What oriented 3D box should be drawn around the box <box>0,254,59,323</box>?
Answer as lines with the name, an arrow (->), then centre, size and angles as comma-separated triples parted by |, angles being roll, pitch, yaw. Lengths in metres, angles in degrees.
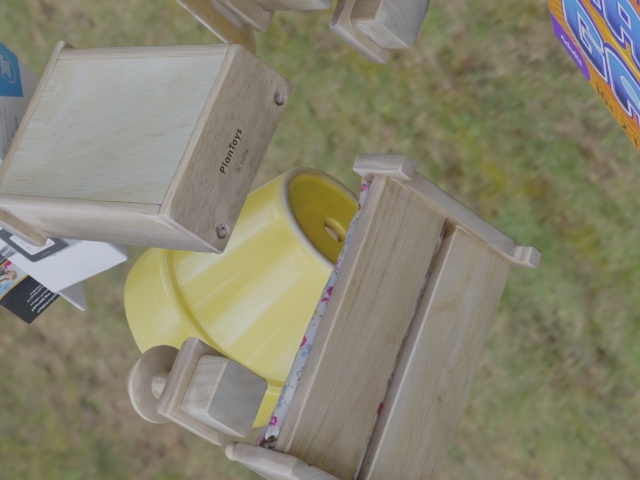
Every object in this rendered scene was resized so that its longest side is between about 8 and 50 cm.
box -> -0.308, -0.074, 1.788 | 0.247, 0.163, 0.142 | 47, 178, 23

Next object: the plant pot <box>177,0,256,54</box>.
plant pot -> -0.149, -0.267, 1.946 | 0.236, 0.032, 0.236 | 40, -176, -3

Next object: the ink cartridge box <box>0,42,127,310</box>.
ink cartridge box -> -0.180, -0.041, 1.208 | 0.060, 0.180, 0.104 | -24, 55, 17

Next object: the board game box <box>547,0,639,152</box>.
board game box -> 0.428, -0.247, 1.710 | 0.356, 0.356, 0.356 | 60, 177, 32

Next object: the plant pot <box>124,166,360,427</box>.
plant pot -> -0.057, 0.050, 2.197 | 0.239, 0.254, 0.254 | -41, 83, 30

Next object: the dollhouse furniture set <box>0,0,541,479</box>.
dollhouse furniture set -> 0.000, 0.000, 1.154 | 0.174, 0.303, 0.355 | 6, 158, 47
